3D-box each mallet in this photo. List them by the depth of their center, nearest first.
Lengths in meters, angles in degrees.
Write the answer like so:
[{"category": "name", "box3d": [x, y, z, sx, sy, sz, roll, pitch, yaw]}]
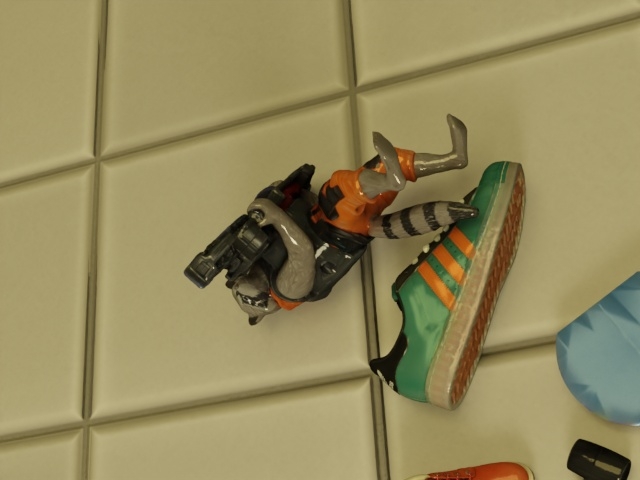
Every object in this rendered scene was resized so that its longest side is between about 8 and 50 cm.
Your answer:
[{"category": "mallet", "box3d": [0.252, 0.297, 1.133, 0.062, 0.039, 0.189, 30, 85, 31]}]

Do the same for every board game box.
[{"category": "board game box", "box3d": [0.344, 0.120, 1.176, 0.169, 0.033, 0.133, -39, 64, 5]}]

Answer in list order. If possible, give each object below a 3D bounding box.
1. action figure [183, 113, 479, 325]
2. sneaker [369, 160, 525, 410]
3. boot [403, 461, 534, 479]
[{"category": "action figure", "box3d": [0.000, 0.000, 1.252, 0.330, 0.341, 0.178, -39, 93, 34]}, {"category": "sneaker", "box3d": [0.146, 0.037, 1.255, 0.121, 0.108, 0.302, 16, 75, 24]}, {"category": "boot", "box3d": [0.149, 0.270, 1.160, 0.158, 0.084, 0.059, -20, 59, 12]}]
